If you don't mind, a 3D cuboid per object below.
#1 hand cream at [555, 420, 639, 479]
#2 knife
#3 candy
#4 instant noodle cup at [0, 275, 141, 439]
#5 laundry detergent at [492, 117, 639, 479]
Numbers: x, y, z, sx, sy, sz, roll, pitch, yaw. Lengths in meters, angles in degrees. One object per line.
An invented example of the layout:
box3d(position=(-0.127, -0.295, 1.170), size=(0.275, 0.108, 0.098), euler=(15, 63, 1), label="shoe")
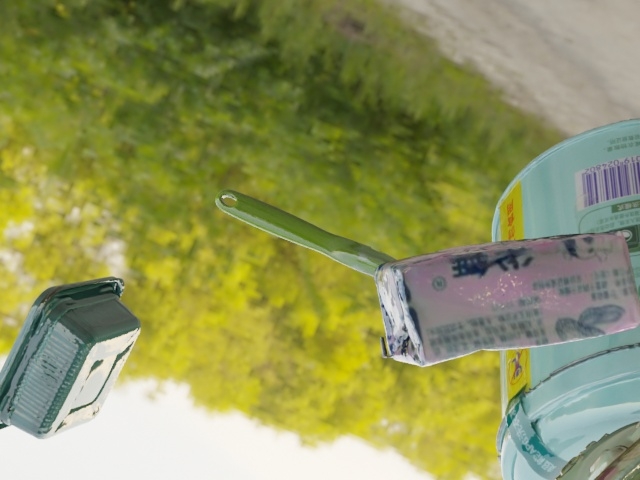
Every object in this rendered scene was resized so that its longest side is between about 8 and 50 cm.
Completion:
box3d(position=(0.128, 0.169, 0.681), size=(0.093, 0.306, 0.147), euler=(41, -131, 23), label="hand cream")
box3d(position=(0.000, 0.000, 1.128), size=(0.184, 0.022, 0.026), euler=(23, 169, 11), label="knife")
box3d(position=(0.121, 0.036, 0.966), size=(0.160, 0.073, 0.092), euler=(-8, 178, -13), label="candy")
box3d(position=(-0.260, 0.129, 1.514), size=(0.070, 0.179, 0.157), euler=(33, -163, 17), label="instant noodle cup")
box3d(position=(0.287, 0.102, 1.201), size=(0.287, 0.305, 0.287), euler=(3, 140, 2), label="laundry detergent")
